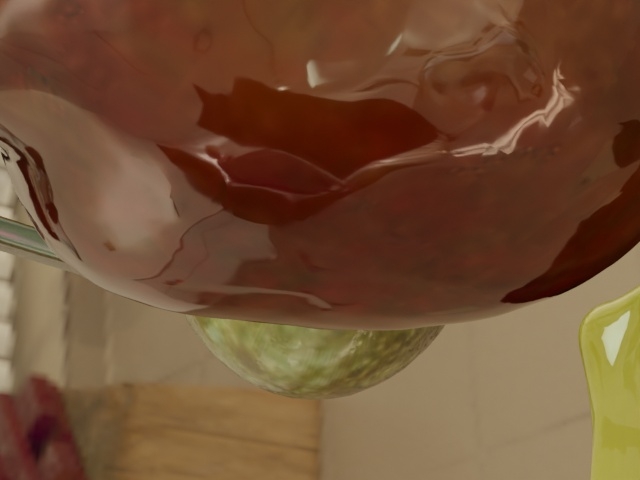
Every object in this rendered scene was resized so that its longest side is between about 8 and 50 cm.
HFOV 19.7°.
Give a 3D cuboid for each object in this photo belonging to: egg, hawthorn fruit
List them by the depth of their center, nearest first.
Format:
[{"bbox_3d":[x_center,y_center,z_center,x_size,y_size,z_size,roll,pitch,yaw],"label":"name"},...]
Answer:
[{"bbox_3d":[-0.002,-0.116,0.700,0.308,0.324,0.308,-168,90,-85],"label":"hawthorn fruit"},{"bbox_3d":[0.000,0.000,1.384,0.238,0.238,0.289,-58,18,24],"label":"egg"}]

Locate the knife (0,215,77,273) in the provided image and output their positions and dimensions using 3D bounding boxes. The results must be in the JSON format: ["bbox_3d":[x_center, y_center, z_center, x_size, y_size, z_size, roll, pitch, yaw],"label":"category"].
[{"bbox_3d":[-0.186,-0.006,0.949,0.061,0.343,0.027,6,80,53],"label":"knife"}]

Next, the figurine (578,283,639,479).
[{"bbox_3d":[0.362,0.130,0.910,0.361,0.377,0.266,-23,55,57],"label":"figurine"}]
